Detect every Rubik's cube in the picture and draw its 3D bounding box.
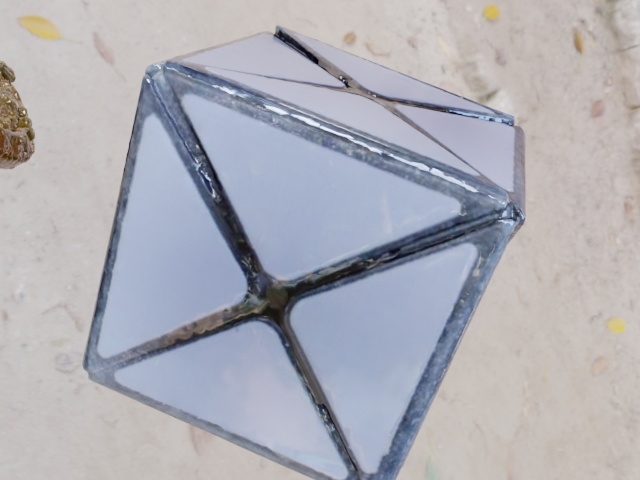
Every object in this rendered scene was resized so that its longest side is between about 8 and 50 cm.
[{"bbox_3d":[0.000,0.000,0.608,0.259,0.254,0.260,-58,167,-63],"label":"Rubik's cube"}]

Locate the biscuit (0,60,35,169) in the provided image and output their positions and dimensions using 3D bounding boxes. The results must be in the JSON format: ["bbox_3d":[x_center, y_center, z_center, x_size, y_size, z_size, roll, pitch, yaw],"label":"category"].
[{"bbox_3d":[-0.344,-0.191,0.650,0.038,0.305,0.305,-35,111,1],"label":"biscuit"}]
